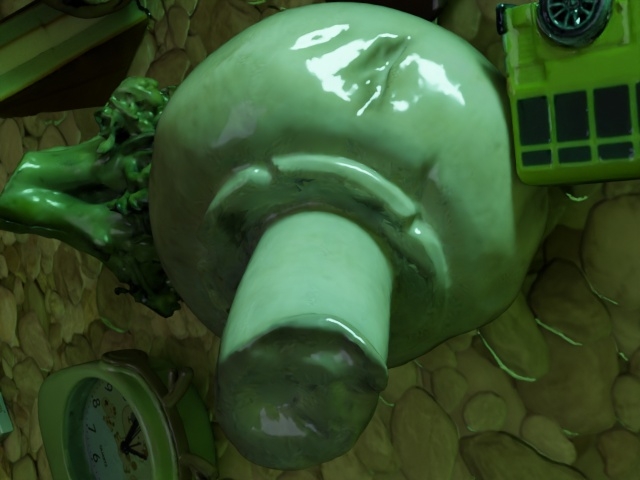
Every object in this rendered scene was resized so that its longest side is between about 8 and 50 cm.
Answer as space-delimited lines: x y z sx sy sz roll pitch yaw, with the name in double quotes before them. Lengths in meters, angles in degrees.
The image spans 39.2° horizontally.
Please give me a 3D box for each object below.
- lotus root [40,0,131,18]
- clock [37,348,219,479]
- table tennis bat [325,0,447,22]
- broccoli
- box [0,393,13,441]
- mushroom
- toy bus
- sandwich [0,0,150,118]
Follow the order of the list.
"lotus root" -0.294 -0.382 0.992 0.310 0.182 0.183 55 129 24
"clock" -0.216 0.243 1.065 0.308 0.096 0.235 -26 77 43
"table tennis bat" 0.086 -0.246 0.736 0.274 0.021 0.154 18 112 46
"broccoli" -0.203 -0.054 0.905 0.288 0.245 0.248 -56 31 37
"box" -0.548 0.296 1.446 0.167 0.024 0.090 -39 70 39
"mushroom" 0.000 0.000 0.639 0.314 0.336 0.314 5 121 9
"toy bus" 0.250 -0.104 0.535 0.262 0.128 0.150 -2 95 45
"sandwich" -0.319 -0.234 1.034 0.117 0.187 0.144 52 134 25
